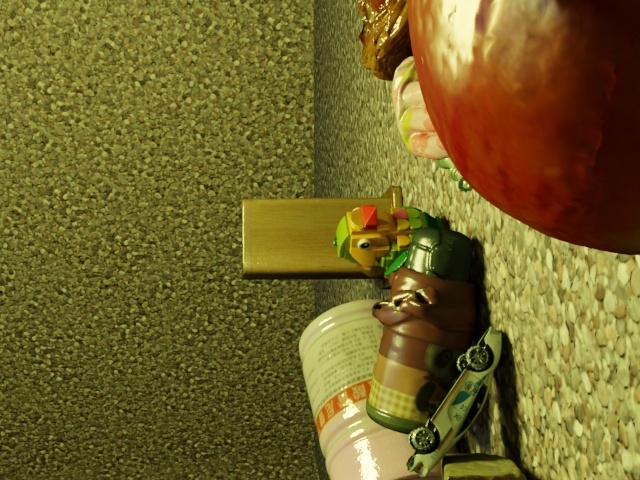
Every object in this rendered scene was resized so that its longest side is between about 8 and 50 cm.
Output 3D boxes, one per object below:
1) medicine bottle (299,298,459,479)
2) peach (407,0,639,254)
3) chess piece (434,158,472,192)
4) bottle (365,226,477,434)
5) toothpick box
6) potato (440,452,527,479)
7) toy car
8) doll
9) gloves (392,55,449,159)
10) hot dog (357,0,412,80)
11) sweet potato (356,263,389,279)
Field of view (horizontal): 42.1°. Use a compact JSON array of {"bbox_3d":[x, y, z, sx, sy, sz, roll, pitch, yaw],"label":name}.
[{"bbox_3d":[0.090,0.271,1.300,0.202,0.202,0.316,94,165,-47],"label":"medicine bottle"},{"bbox_3d":[0.159,-0.128,0.398,0.238,0.281,0.281,27,133,30],"label":"peach"},{"bbox_3d":[0.185,-0.097,1.119,0.093,0.042,0.042,-112,19,-51],"label":"chess piece"},{"bbox_3d":[0.138,0.117,1.118,0.156,0.143,0.271,-45,-36,-83],"label":"bottle"},{"bbox_3d":[0.000,0.000,1.629,0.187,0.307,0.190,131,137,-81],"label":"toothpick box"},{"bbox_3d":[0.191,0.314,0.935,0.255,0.111,0.270,-75,-18,-72],"label":"potato"},{"bbox_3d":[0.166,0.196,1.010,0.205,0.056,0.095,-53,-11,-11],"label":"toy car"},{"bbox_3d":[0.110,0.005,1.258,0.134,0.186,0.106,-47,37,40],"label":"doll"},{"bbox_3d":[0.151,-0.157,1.039,0.241,0.126,0.145,-87,2,-71],"label":"gloves"},{"bbox_3d":[0.115,-0.361,1.373,0.227,0.099,0.161,105,161,-62],"label":"hot dog"},{"bbox_3d":[0.103,0.032,1.402,0.281,0.059,0.067,18,-101,-71],"label":"sweet potato"}]
